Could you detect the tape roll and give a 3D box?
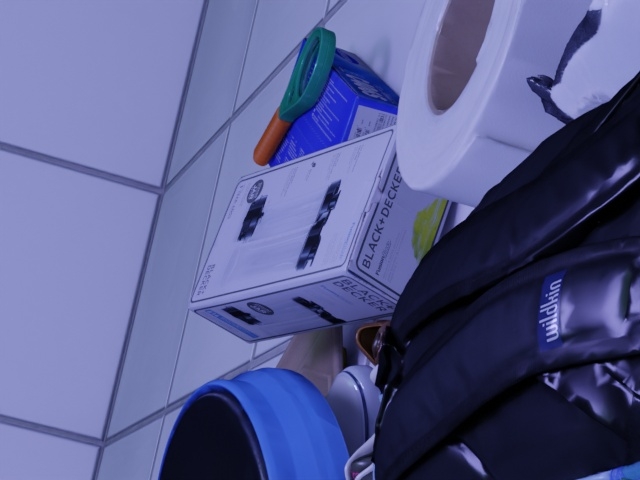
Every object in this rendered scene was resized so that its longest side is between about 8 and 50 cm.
[{"bbox_3d":[0.162,-0.164,1.477,0.286,0.100,0.286,-164,90,-75],"label":"tape roll"}]

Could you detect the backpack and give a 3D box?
[{"bbox_3d":[0.168,0.069,0.980,0.355,0.273,0.290,-26,48,42],"label":"backpack"}]

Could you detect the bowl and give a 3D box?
[{"bbox_3d":[-0.071,0.310,1.584,0.391,0.077,0.391,-176,90,-67],"label":"bowl"}]

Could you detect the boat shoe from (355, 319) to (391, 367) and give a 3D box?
[{"bbox_3d":[0.076,0.107,1.589,0.178,0.060,0.064,-160,86,-75],"label":"boat shoe"}]

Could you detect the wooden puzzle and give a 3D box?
[{"bbox_3d":[-0.014,0.213,1.865,0.238,0.044,0.221,-97,27,-46],"label":"wooden puzzle"}]

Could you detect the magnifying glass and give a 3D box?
[{"bbox_3d":[-0.032,-0.165,2.060,0.231,0.026,0.092,126,155,-49],"label":"magnifying glass"}]

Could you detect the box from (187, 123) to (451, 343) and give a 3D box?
[{"bbox_3d":[0.000,0.000,1.731,0.290,0.087,0.169,-17,47,53],"label":"box"}]

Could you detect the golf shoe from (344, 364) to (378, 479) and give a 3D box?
[{"bbox_3d":[0.065,0.225,1.393,0.105,0.120,0.273,-161,85,-74],"label":"golf shoe"}]

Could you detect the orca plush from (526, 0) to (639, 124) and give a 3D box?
[{"bbox_3d":[0.257,-0.139,1.199,0.151,0.102,0.287,54,159,12],"label":"orca plush"}]

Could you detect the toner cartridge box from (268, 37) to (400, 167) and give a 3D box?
[{"bbox_3d":[0.016,-0.121,2.028,0.348,0.075,0.165,-120,49,-70],"label":"toner cartridge box"}]

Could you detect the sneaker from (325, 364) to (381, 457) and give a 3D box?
[{"bbox_3d":[-0.008,0.230,1.671,0.094,0.091,0.258,53,134,43],"label":"sneaker"}]
